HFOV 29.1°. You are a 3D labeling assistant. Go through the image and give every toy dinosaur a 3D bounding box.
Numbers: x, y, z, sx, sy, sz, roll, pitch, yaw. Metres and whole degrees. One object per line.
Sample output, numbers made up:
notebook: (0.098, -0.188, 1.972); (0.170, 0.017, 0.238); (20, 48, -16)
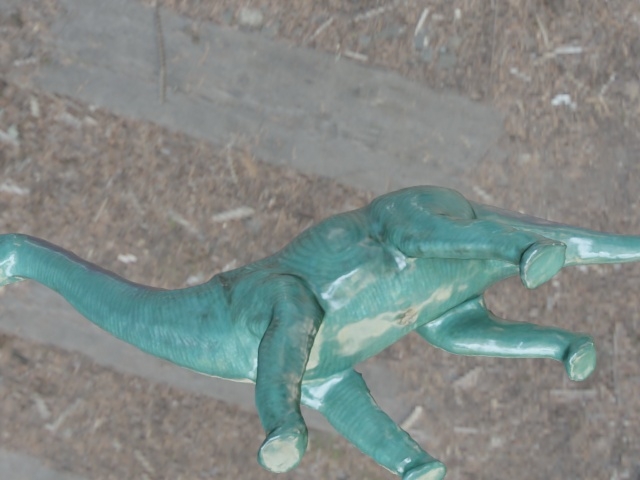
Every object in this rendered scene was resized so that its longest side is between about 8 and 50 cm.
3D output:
toy dinosaur: (0.000, 0.000, 0.774); (0.383, 0.331, 0.129); (-29, 131, -20)
